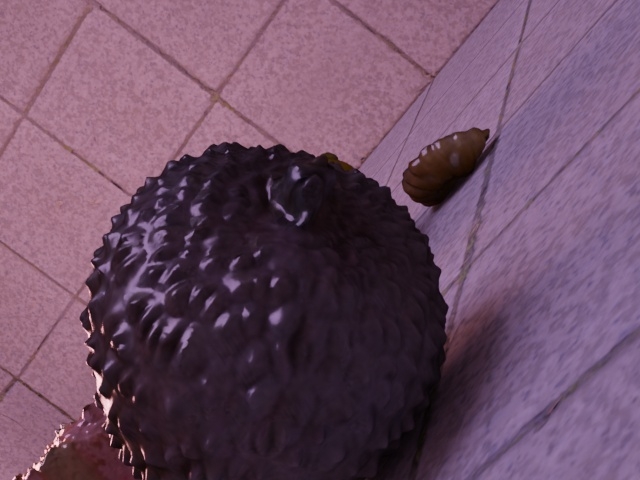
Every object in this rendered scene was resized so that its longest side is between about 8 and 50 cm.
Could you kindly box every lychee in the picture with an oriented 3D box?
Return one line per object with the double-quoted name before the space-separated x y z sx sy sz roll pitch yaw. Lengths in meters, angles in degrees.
"lychee" -0.062 0.098 1.098 0.380 0.380 0.432 -61 -7 -57

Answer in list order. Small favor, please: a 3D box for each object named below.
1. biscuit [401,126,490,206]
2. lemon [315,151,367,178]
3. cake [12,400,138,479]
"biscuit" 0.198 -0.111 1.772 0.118 0.061 0.183 -3 -31 -37
"lemon" 0.000 0.000 1.783 0.233 0.233 0.288 163 110 -81
"cake" -0.471 0.534 2.129 0.307 0.293 0.314 -50 7 -33
